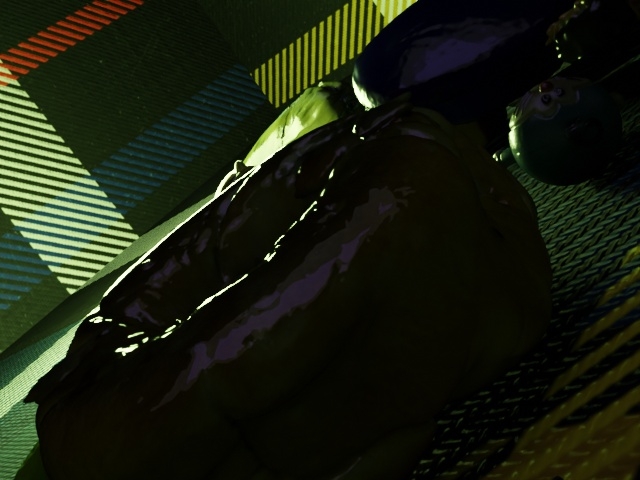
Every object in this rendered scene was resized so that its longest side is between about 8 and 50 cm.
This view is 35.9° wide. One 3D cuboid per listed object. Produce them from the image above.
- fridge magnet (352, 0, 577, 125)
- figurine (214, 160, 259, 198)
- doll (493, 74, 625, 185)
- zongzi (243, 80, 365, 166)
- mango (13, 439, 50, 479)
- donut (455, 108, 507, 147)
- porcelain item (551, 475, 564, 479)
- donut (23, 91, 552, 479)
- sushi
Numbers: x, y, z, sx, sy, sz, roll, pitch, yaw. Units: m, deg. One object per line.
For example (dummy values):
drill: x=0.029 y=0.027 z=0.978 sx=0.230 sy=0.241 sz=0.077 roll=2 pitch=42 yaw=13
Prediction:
fridge magnet: x=0.157 y=-0.209 z=1.034 sx=0.265 sy=0.113 sz=0.265 roll=-26 pitch=26 yaw=14
figurine: x=-0.109 y=-0.061 z=1.527 sx=0.125 sy=0.125 sz=0.138 roll=-33 pitch=-2 yaw=17
doll: x=0.193 y=-0.088 z=0.798 sx=0.114 sy=0.085 sz=0.152 roll=-31 pitch=3 yaw=8
zongzi: x=-0.054 y=-0.165 z=1.796 sx=0.274 sy=0.125 sz=0.251 roll=-43 pitch=6 yaw=-22
mango: x=-0.267 y=0.219 z=1.007 sx=0.108 sy=0.056 sz=0.073 roll=-42 pitch=6 yaw=-13
donut: x=0.142 y=-0.131 z=1.162 sx=0.166 sy=0.073 sz=0.184 roll=-40 pitch=12 yaw=-22
porcelain item: x=0.047 y=0.145 z=0.425 sx=0.136 sy=0.021 sz=0.075 roll=-38 pitch=7 yaw=-11
donut: x=-0.013 y=0.051 z=0.639 sx=0.360 sy=0.170 sz=0.360 roll=-34 pitch=17 yaw=12
sushi: x=0.285 y=-0.207 z=0.887 sx=0.264 sy=0.050 sz=0.290 roll=-32 pitch=-6 yaw=23
